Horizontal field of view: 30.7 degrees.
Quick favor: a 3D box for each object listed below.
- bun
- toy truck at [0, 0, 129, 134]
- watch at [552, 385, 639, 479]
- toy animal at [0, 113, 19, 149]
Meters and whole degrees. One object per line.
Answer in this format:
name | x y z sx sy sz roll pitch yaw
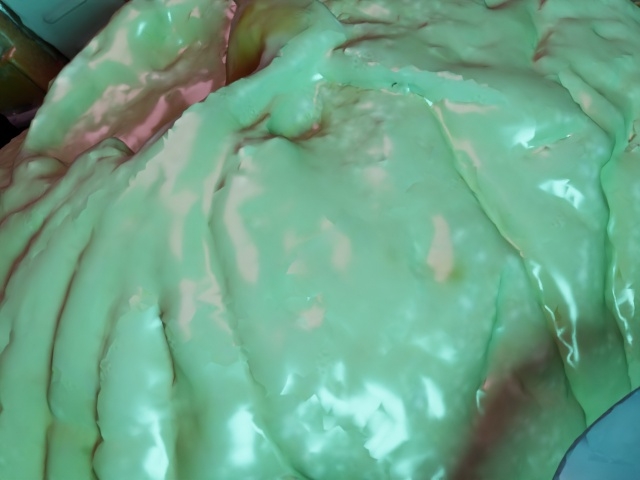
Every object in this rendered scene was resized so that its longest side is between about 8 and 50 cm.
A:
bun | 0.000 0.000 0.500 0.353 0.227 0.349 -19 34 5
toy truck | -0.174 -0.144 0.747 0.388 0.173 0.206 -22 38 41
watch | 0.107 0.141 0.319 0.193 0.210 0.211 -28 33 -30
toy animal | -0.288 0.047 0.624 0.213 0.212 0.266 -7 33 23
